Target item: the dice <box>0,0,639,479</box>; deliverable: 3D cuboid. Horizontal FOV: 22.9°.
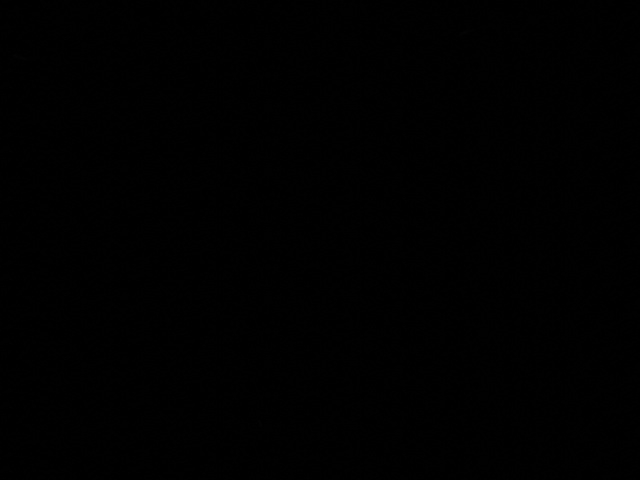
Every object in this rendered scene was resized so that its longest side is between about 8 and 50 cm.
[{"bbox_3d":[0.000,0.000,0.172,0.277,0.304,0.304,-30,-128,30],"label":"dice"}]
